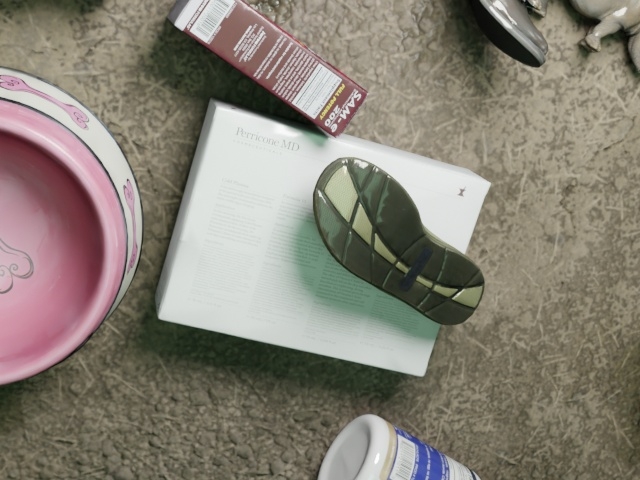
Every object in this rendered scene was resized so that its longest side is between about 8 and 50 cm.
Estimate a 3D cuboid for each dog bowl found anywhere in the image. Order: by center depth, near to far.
[{"bbox_3d":[-0.418,-0.002,1.252,0.408,0.150,0.408,-3,106,-11],"label":"dog bowl"}]

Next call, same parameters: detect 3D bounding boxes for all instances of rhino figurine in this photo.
[{"bbox_3d":[0.384,-0.301,1.370,0.243,0.073,0.106,29,101,-19],"label":"rhino figurine"}]

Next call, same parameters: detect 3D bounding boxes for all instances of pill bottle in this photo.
[{"bbox_3d":[0.139,0.371,1.474,0.265,0.153,0.153,33,97,-18],"label":"pill bottle"}]

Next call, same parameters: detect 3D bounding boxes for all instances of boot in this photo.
[{"bbox_3d":[0.270,-0.373,1.283,0.229,0.091,0.263,-35,83,0],"label":"boot"}]

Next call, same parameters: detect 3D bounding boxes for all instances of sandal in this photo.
[{"bbox_3d":[0.090,0.009,1.302,0.120,0.086,0.303,-49,124,-2],"label":"sandal"}]

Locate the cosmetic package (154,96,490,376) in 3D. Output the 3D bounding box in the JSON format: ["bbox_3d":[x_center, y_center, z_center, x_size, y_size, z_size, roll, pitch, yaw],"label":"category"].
[{"bbox_3d":[0.000,0.000,1.366,0.377,0.097,0.284,15,104,-16],"label":"cosmetic package"}]

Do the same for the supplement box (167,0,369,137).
[{"bbox_3d":[-0.066,-0.228,1.268,0.239,0.130,0.073,34,97,-19],"label":"supplement box"}]
